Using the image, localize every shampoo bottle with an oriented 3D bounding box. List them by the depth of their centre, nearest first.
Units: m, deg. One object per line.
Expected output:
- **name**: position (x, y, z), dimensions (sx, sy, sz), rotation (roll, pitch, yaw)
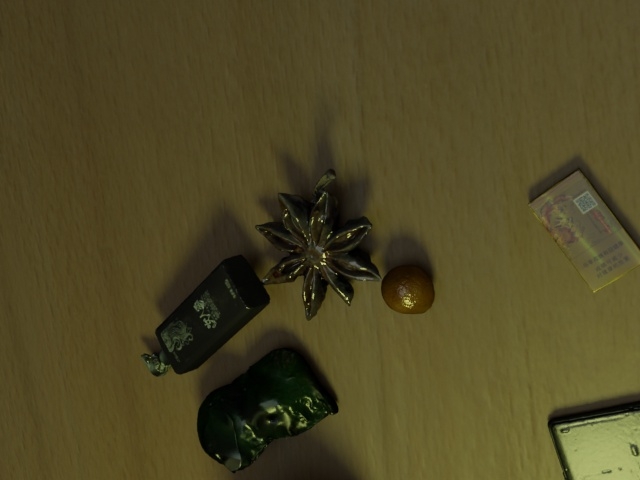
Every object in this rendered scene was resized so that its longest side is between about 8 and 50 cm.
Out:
- **shampoo bottle**: position (-0.209, 0.150, 1.226), dimensions (0.309, 0.071, 0.098), rotation (-43, 75, 36)

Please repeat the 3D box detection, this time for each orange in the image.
- **orange**: position (0.133, 0.076, 1.083), dimensions (0.084, 0.085, 0.085), rotation (4, 101, 22)

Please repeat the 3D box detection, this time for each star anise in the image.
- **star anise**: position (0.000, 0.000, 1.116), dimensions (0.230, 0.081, 0.263), rotation (23, 120, 25)

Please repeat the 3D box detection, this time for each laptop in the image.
- **laptop**: position (0.433, 0.345, 1.032), dimensions (0.153, 0.026, 0.207), rotation (-18, 93, 24)

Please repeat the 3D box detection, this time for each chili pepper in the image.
- **chili pepper**: position (-0.120, 0.292, 1.202), dimensions (0.264, 0.116, 0.148), rotation (-31, 84, 24)

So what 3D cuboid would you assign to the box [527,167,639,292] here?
- **box**: position (0.371, -0.014, 0.993), dimensions (0.089, 0.022, 0.156), rotation (-39, 84, 22)
